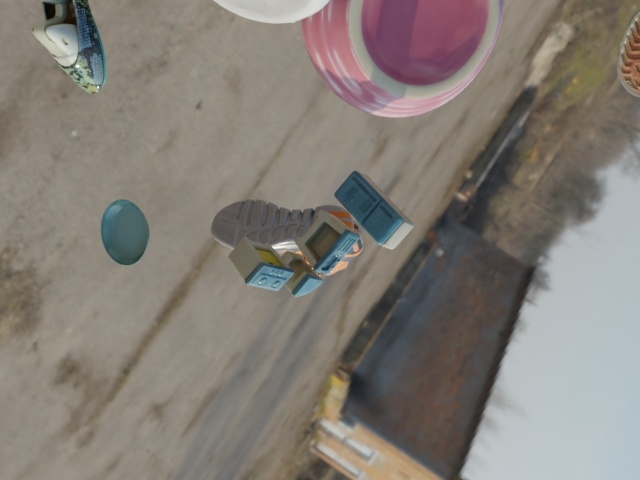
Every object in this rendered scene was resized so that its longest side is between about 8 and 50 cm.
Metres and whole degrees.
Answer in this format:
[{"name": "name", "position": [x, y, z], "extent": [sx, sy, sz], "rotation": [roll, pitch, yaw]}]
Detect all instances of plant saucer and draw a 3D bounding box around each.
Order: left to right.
[{"name": "plant saucer", "position": [-0.343, -0.015, 1.753], "extent": [0.021, 0.119, 0.119], "rotation": [-11, 136, -54]}, {"name": "plant saucer", "position": [0.138, -0.340, 1.457], "extent": [0.332, 0.332, 0.084], "rotation": [-57, -149, 4]}]

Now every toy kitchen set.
[{"name": "toy kitchen set", "position": [0.000, 0.000, 1.447], "extent": [0.207, 0.122, 0.166], "rotation": [-50, 150, 14]}]

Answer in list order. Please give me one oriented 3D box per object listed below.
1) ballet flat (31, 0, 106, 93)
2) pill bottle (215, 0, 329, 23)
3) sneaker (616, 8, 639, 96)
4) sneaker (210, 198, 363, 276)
[{"name": "ballet flat", "position": [-0.267, -0.237, 0.994], "extent": [0.070, 0.070, 0.188], "rotation": [-42, 126, -60]}, {"name": "pill bottle", "position": [-0.011, -0.343, 0.907], "extent": [0.162, 0.162, 0.278], "rotation": [111, 5, -56]}, {"name": "sneaker", "position": [0.496, -0.302, 1.242], "extent": [0.121, 0.108, 0.302], "rotation": [-15, 149, -33]}, {"name": "sneaker", "position": [-0.062, 0.009, 2.058], "extent": [0.180, 0.321, 0.124], "rotation": [57, 44, -57]}]
